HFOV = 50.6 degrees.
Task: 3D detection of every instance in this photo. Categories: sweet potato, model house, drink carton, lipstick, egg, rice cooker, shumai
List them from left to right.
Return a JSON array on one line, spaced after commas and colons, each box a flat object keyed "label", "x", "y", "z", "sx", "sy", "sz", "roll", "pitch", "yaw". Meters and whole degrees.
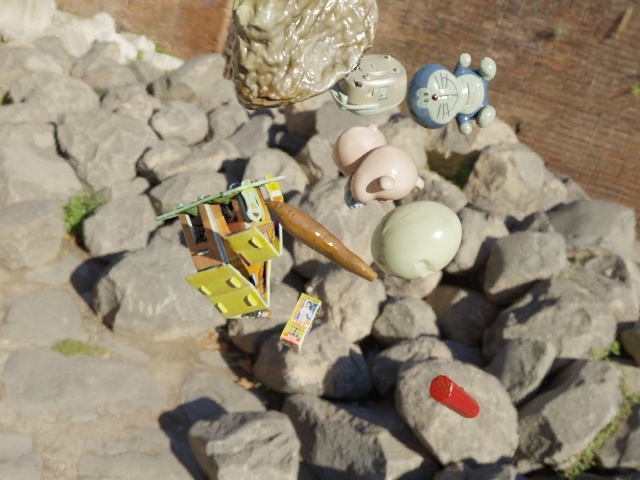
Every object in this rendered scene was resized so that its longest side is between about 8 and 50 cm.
[{"label": "model house", "x": -0.181, "y": 0.016, "z": 1.770, "sx": 0.300, "sy": 0.324, "sz": 0.340, "roll": -16, "pitch": 4, "yaw": 31}, {"label": "shumai", "x": -0.070, "y": -0.430, "z": 1.309, "sx": 0.283, "sy": 0.346, "sz": 0.217, "roll": 50, "pitch": -5, "yaw": -35}, {"label": "drink carton", "x": -0.061, "y": 0.255, "z": 2.126, "sx": 0.071, "sy": 0.166, "sz": 0.056, "roll": 24, "pitch": -23, "yaw": 8}, {"label": "sweet potato", "x": 0.001, "y": -0.001, "z": 1.341, "sx": 0.264, "sy": 0.057, "sz": 0.057, "roll": 34, "pitch": 15, "yaw": -6}, {"label": "rice cooker", "x": 0.127, "y": -0.407, "z": 1.763, "sx": 0.206, "sy": 0.127, "sz": 0.145, "roll": -9, "pitch": 52, "yaw": -19}, {"label": "egg", "x": 0.271, "y": -0.001, "z": 1.932, "sx": 0.219, "sy": 0.269, "sz": 0.219, "roll": 49, "pitch": 18, "yaw": -22}, {"label": "lipstick", "x": 0.373, "y": 0.436, "z": 1.872, "sx": 0.073, "sy": 0.073, "sz": 0.279, "roll": 29, "pitch": -7, "yaw": 35}]

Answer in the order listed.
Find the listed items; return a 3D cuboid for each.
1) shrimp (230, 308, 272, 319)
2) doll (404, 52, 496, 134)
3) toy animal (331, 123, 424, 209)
[{"label": "shrimp", "x": -0.227, "y": 0.224, "z": 2.084, "sx": 0.161, "sy": 0.049, "sz": 0.166, "roll": 7, "pitch": -3, "yaw": -20}, {"label": "doll", "x": 0.365, "y": -0.414, "z": 1.932, "sx": 0.258, "sy": 0.228, "sz": 0.154, "roll": -9, "pitch": 15, "yaw": -25}, {"label": "toy animal", "x": 0.151, "y": -0.211, "z": 1.878, "sx": 0.229, "sy": 0.221, "sz": 0.210, "roll": -13, "pitch": -4, "yaw": 42}]
